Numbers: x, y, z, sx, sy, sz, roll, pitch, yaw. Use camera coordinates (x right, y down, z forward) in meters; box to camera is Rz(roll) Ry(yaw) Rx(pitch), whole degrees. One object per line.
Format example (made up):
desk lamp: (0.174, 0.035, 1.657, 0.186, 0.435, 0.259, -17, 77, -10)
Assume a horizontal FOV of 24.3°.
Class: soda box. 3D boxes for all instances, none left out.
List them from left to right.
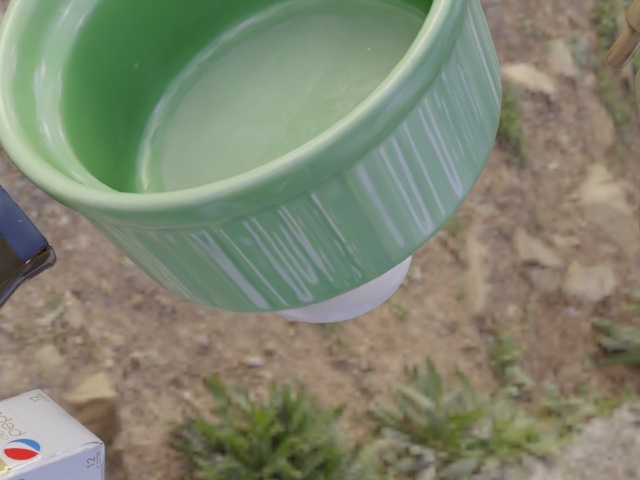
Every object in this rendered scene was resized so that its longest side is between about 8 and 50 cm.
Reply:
soda box: (-0.172, 0.200, 0.858, 0.069, 0.074, 0.216, -16, 121, -37)

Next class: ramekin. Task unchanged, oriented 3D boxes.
ramekin: (-0.036, -0.103, 0.915, 0.148, 0.304, 0.303, 57, 40, -49)

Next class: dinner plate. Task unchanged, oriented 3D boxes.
dinner plate: (0.000, 0.000, 1.132, 0.017, 0.141, 0.141, 87, 19, -53)

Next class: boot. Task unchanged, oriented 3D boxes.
boot: (-0.281, -0.025, 1.043, 0.106, 0.082, 0.219, -33, 68, -20)

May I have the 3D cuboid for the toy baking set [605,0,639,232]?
toy baking set: (0.273, -0.114, 1.047, 0.030, 0.256, 0.196, 3, 52, -32)
